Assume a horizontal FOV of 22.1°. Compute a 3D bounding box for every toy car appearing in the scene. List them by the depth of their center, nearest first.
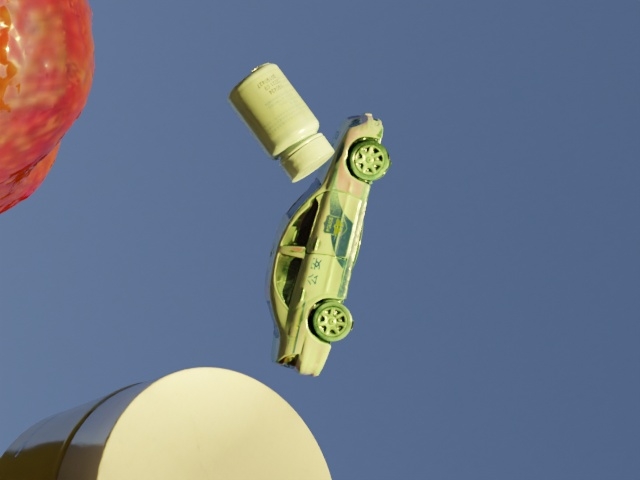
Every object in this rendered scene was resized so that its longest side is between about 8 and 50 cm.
[{"bbox_3d":[0.000,0.000,1.375,0.076,0.090,0.224,13,-88,-6],"label":"toy car"}]

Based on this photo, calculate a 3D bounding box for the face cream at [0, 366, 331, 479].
[{"bbox_3d":[-0.126,0.219,1.247,0.179,0.218,0.218,-22,-94,48],"label":"face cream"}]

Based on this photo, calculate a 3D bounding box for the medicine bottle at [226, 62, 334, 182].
[{"bbox_3d":[-0.030,-0.088,1.231,0.047,0.047,0.083,-40,-96,34],"label":"medicine bottle"}]

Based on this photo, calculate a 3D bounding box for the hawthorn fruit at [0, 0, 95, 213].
[{"bbox_3d":[-0.133,-0.065,0.458,0.133,0.138,0.132,-175,-90,-66],"label":"hawthorn fruit"}]
